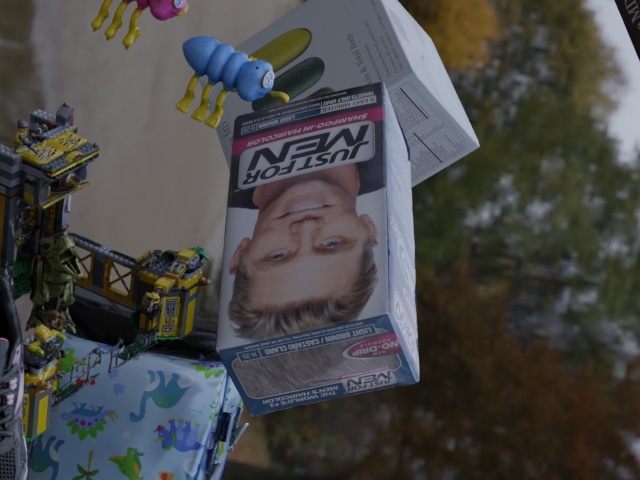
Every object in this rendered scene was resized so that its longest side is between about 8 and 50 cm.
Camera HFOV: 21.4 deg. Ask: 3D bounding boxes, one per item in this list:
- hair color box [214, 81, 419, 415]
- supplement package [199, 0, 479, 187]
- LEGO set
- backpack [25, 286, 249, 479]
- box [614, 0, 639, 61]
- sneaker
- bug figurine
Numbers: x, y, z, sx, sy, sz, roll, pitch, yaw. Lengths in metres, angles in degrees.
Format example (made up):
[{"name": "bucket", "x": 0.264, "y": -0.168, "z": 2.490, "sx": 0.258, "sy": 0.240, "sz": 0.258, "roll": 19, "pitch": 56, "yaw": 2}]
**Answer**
[{"name": "hair color box", "x": 0.000, "y": 0.000, "z": 1.699, "sx": 0.347, "sy": 0.173, "sz": 0.105, "roll": -90, "pitch": 162, "yaw": -47}, {"name": "supplement package", "x": 0.021, "y": -0.167, "z": 2.149, "sx": 0.198, "sy": 0.262, "sz": 0.199, "roll": 41, "pitch": 23, "yaw": -50}, {"name": "LEGO set", "x": -0.252, "y": 0.008, "z": 1.498, "sx": 0.331, "sy": 0.255, "sz": 0.192, "roll": -26, "pitch": 134, "yaw": -47}, {"name": "backpack", "x": -0.245, "y": 0.257, "z": 2.067, "sx": 0.273, "sy": 0.290, "sz": 0.356, "roll": -126, "pitch": -129, "yaw": -81}, {"name": "box", "x": 0.470, "y": -0.269, "z": 1.905, "sx": 0.203, "sy": 0.167, "sz": 0.169, "roll": -38, "pitch": -119, "yaw": 40}, {"name": "sneaker", "x": -0.243, "y": 0.103, "z": 1.213, "sx": 0.077, "sy": 0.072, "sz": 0.178, "roll": 125, "pitch": -43, "yaw": -54}, {"name": "bug figurine", "x": -0.083, "y": -0.244, "z": 1.546, "sx": 0.072, "sy": 0.216, "sz": 0.279, "roll": 99, "pitch": 17, "yaw": -59}]
